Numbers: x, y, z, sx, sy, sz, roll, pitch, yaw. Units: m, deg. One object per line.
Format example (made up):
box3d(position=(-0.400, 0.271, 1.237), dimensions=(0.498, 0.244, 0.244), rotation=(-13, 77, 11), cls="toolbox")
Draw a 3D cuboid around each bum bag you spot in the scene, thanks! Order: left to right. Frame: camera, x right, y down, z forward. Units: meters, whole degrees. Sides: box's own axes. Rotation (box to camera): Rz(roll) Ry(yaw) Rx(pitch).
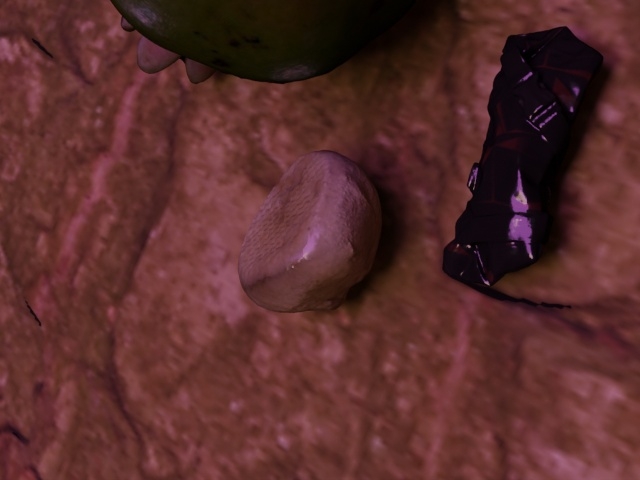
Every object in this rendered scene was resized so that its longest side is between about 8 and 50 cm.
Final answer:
box3d(position=(0.091, -0.039, 0.597), dimensions=(0.058, 0.034, 0.124), rotation=(11, 83, 50), cls="bum bag")

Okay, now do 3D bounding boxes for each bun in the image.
box3d(position=(0.000, 0.000, 0.647), dimensions=(0.086, 0.055, 0.086), rotation=(-45, 27, 30), cls="bun")

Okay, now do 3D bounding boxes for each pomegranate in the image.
box3d(position=(-0.039, -0.155, 0.662), dimensions=(0.225, 0.187, 0.187), rotation=(137, 133, -59), cls="pomegranate")
